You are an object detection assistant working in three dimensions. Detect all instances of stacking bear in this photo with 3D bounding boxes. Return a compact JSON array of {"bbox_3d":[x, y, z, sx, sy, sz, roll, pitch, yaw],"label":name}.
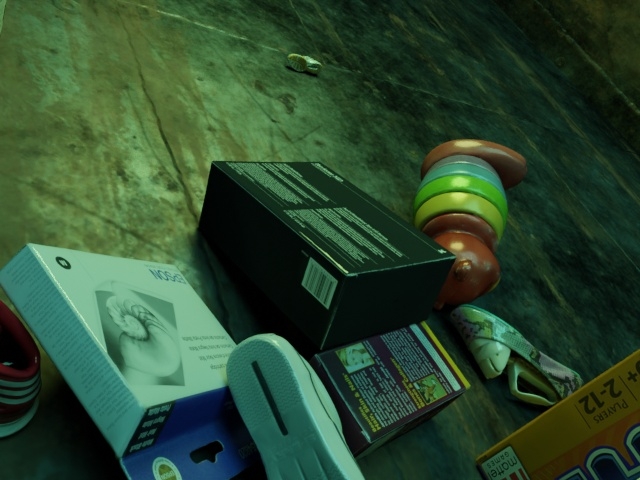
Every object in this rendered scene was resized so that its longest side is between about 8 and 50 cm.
[{"bbox_3d":[0.227,-0.019,0.928,0.164,0.175,0.289,26,45,-9],"label":"stacking bear"}]

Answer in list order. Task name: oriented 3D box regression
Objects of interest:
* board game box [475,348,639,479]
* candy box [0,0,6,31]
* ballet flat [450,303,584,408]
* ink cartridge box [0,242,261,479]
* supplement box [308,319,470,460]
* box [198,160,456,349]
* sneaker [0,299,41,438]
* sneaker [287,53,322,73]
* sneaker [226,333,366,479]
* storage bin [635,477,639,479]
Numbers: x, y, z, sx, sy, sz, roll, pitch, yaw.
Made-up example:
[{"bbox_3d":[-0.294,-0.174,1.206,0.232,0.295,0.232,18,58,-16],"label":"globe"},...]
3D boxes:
[{"bbox_3d":[0.476,0.287,0.615,0.356,0.356,0.356,1,49,-38],"label":"board game box"},{"bbox_3d":[-0.458,-0.322,0.668,0.165,0.196,0.070,19,39,-22],"label":"candy box"},{"bbox_3d":[0.277,0.178,0.825,0.221,0.077,0.079,34,56,-3],"label":"ballet flat"},{"bbox_3d":[-0.133,0.106,0.505,0.224,0.045,0.223,49,7,15],"label":"ink cartridge box"},{"bbox_3d":[0.067,0.168,0.650,0.188,0.081,0.104,-9,55,-44],"label":"supplement box"},{"bbox_3d":[0.000,0.000,0.703,0.184,0.103,0.261,-9,36,-41],"label":"box"},{"bbox_3d":[-0.310,0.060,0.429,0.221,0.128,0.087,25,38,-16],"label":"sneaker"},{"bbox_3d":[-0.038,-0.368,1.196,0.083,0.032,0.037,8,31,-39],"label":"sneaker"},{"bbox_3d":[0.000,0.202,0.506,0.258,0.094,0.091,69,14,19],"label":"sneaker"},{"bbox_3d":[0.269,0.318,0.392,0.262,0.260,0.123,58,2,36],"label":"storage bin"}]
